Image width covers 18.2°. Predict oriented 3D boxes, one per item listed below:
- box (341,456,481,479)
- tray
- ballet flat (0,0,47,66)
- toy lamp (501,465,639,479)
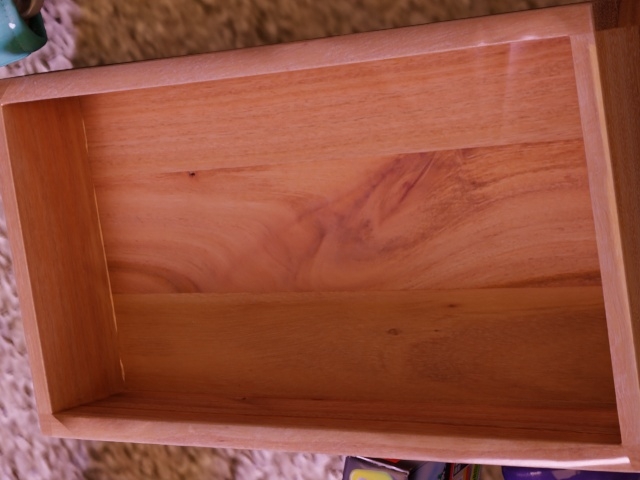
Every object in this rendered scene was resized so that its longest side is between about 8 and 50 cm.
[{"bbox_3d":[0.037,0.197,1.053,0.036,0.114,0.207,15,107,23],"label":"box"},{"bbox_3d":[0.000,0.000,0.999,0.411,0.076,0.202,-2,99,43],"label":"tray"},{"bbox_3d":[-0.180,-0.217,1.112,0.087,0.083,0.247,0,101,2],"label":"ballet flat"},{"bbox_3d":[0.112,0.035,1.005,0.080,0.080,0.274,-11,96,28],"label":"toy lamp"}]
